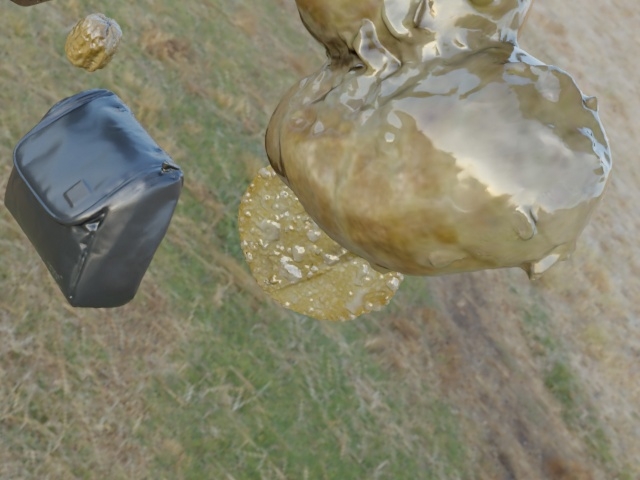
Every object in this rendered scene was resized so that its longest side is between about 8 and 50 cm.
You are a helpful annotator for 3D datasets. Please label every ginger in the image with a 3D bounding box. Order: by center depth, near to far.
[{"bbox_3d":[0.066,-0.131,0.591,0.155,0.245,0.303,-8,98,-40],"label":"ginger"}]

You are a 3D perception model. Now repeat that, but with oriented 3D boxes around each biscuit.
[{"bbox_3d":[0.000,-0.001,1.091,0.220,0.220,0.033,42,33,0],"label":"biscuit"}]

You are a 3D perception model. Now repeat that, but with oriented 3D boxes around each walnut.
[{"bbox_3d":[-0.350,-0.306,1.444,0.079,0.096,0.082,-4,60,-46],"label":"walnut"}]

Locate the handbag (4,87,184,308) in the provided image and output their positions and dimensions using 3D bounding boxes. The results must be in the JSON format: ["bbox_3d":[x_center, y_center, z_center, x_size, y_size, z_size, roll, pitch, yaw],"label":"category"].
[{"bbox_3d":[-0.373,-0.080,1.469,0.178,0.275,0.302,-3,40,-42],"label":"handbag"}]

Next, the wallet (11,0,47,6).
[{"bbox_3d":[-0.495,-0.426,1.546,0.176,0.095,0.026,11,65,-80],"label":"wallet"}]
